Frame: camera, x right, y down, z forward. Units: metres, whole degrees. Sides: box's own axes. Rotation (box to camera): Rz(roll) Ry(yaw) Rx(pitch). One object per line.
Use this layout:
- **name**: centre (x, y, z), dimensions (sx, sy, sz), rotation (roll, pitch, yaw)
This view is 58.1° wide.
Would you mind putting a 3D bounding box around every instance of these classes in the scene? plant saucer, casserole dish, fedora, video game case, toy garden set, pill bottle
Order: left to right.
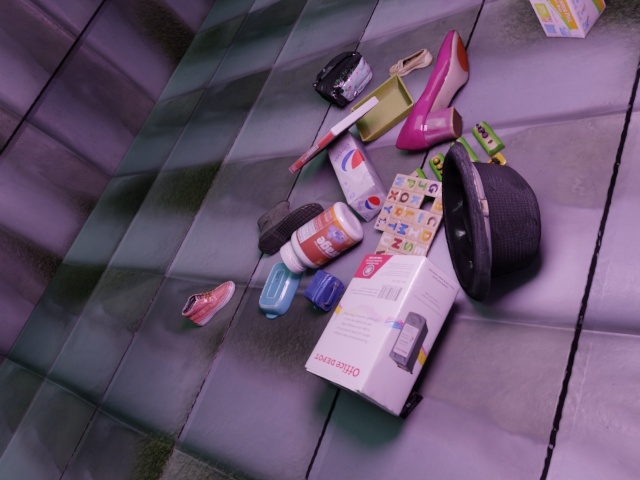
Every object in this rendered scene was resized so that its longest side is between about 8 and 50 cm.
- **casserole dish**: centre (-0.118, 0.131, 1.649), dimensions (0.114, 0.037, 0.189), rotation (-1, 58, 44)
- **pill bottle**: centre (0.000, 0.000, 1.569), dimensions (0.216, 0.121, 0.121), rotation (-34, 41, 21)
- **video game case**: centre (0.035, -0.309, 1.712), dimensions (0.204, 0.025, 0.285), rotation (-42, 5, -31)
- **plant saucer**: centre (0.194, -0.396, 1.758), dimensions (0.188, 0.045, 0.188), rotation (-35, 41, 19)
- **toy garden set**: centre (0.341, -0.176, 1.432), dimensions (0.244, 0.049, 0.204), rotation (-36, 40, 18)
- **fedora**: centre (0.354, -0.045, 1.193), dimensions (0.152, 0.334, 0.334), rotation (-6, 48, 1)

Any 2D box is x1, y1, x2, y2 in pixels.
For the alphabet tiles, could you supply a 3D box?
- **alphabet tiles**: centre (0.216, -0.046, 1.448), dimensions (0.198, 0.009, 0.237), rotation (21, 86, 50)

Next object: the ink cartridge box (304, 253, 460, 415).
- **ink cartridge box**: centre (0.131, 0.188, 1.243), dimensions (0.226, 0.131, 0.306), rotation (3, 61, 60)

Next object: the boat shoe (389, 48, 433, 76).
- **boat shoe**: centre (0.276, -0.557, 1.804), dimensions (0.153, 0.048, 0.056), rotation (-6, 56, 42)

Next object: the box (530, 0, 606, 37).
- **box**: centre (0.592, -0.606, 1.406), dimensions (0.103, 0.203, 0.114), rotation (-55, 38, -5)

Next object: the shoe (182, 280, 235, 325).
- **shoe**: centre (-0.350, 0.185, 1.797), dimensions (0.178, 0.081, 0.063), rotation (-47, 38, 5)

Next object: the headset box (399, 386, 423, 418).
- **headset box**: centre (0.166, 0.323, 1.216), dimensions (0.062, 0.032, 0.083), rotation (-50, 37, 1)

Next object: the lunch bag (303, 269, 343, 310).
- **lunch bag**: centre (0.009, 0.134, 1.495), dimensions (0.065, 0.067, 0.098), rotation (19, 75, 51)

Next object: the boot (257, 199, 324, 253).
- **boot**: centre (-0.103, -0.078, 1.773), dimensions (0.246, 0.083, 0.161), rotation (-33, 36, 19)

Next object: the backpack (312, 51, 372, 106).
- **backpack**: centre (0.084, -0.542, 1.931), dimensions (0.182, 0.115, 0.152), rotation (-51, 50, -2)

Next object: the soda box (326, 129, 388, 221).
- **soda box**: centre (0.105, -0.189, 1.638), dimensions (0.091, 0.098, 0.286), rotation (-37, 40, 17)

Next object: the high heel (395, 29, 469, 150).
- **high heel**: centre (0.305, -0.423, 1.604), dimensions (0.181, 0.127, 0.377), rotation (-8, 55, 36)
